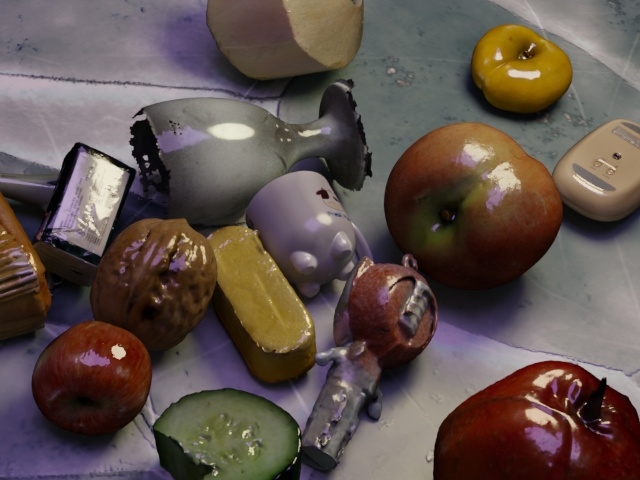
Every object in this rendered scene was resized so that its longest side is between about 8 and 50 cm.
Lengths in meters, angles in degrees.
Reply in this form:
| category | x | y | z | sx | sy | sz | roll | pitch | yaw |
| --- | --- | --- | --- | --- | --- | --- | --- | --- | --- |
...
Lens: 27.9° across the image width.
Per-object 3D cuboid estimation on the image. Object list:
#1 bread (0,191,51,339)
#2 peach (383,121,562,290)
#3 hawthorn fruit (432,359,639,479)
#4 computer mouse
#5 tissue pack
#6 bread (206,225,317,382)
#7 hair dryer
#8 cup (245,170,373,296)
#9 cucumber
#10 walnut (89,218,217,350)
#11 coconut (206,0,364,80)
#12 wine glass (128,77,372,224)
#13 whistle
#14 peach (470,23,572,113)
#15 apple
| category | x | y | z | sx | sy | sz | roll | pitch | yaw |
| --- | --- | --- | --- | --- | --- | --- | --- | --- | --- |
| bread | -0.466 | 0.005 | 1.728 | 0.119 | 0.152 | 0.288 | -26 | 56 | -24 |
| peach | 0.221 | -0.049 | 1.866 | 0.252 | 0.252 | 0.252 | 6 | 46 | -6 |
| hawthorn fruit | 0.269 | 0.251 | 1.538 | 0.254 | 0.300 | 0.254 | 8 | 45 | -8 |
| computer mouse | 0.466 | -0.109 | 2.070 | 0.145 | 0.082 | 0.236 | 33 | 48 | 20 |
| tissue pack | -0.330 | -0.036 | 1.785 | 0.103 | 0.090 | 0.170 | 26 | 58 | -19 |
| bread | -0.088 | 0.090 | 1.767 | 0.102 | 0.094 | 0.245 | -23 | 54 | -18 |
| hair dryer | -0.416 | -0.023 | 1.831 | 0.167 | 0.067 | 0.199 | 21 | 56 | -1 |
| cup | -0.011 | 0.005 | 1.854 | 0.134 | 0.173 | 0.142 | -33 | 57 | 2 |
| cucumber | -0.110 | 0.274 | 1.564 | 0.191 | 0.130 | 0.191 | 5 | 42 | -4 |
| walnut | -0.220 | 0.053 | 1.716 | 0.155 | 0.155 | 0.184 | 24 | 81 | 11 |
| coconut | -0.040 | -0.386 | 2.114 | 0.244 | 0.239 | 0.239 | -5 | 37 | 32 |
| wine glass | -0.110 | -0.132 | 1.906 | 0.357 | 0.190 | 0.190 | -13 | 51 | -21 |
| whistle | 0.063 | 0.149 | 1.721 | 0.134 | 0.142 | 0.346 | 5 | 49 | 29 |
| peach | 0.340 | -0.294 | 2.207 | 0.179 | 0.103 | 0.179 | 4 | 48 | -4 |
| apple | -0.282 | 0.171 | 1.617 | 0.146 | 0.146 | 0.131 | 12 | 37 | 0 |
